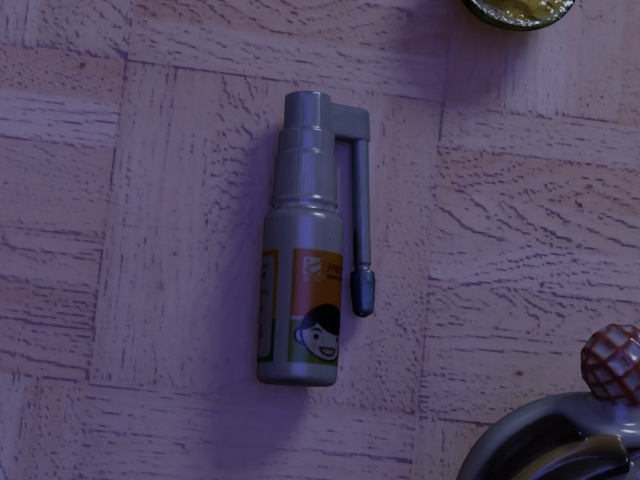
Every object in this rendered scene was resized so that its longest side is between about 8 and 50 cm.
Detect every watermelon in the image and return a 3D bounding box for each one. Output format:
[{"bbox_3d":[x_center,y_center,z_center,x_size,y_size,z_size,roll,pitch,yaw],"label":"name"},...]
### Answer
[{"bbox_3d":[0.150,-0.209,1.095,0.105,0.062,0.105,3,77,-14],"label":"watermelon"}]

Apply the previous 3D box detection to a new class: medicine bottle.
[{"bbox_3d":[0.000,0.000,1.050,0.092,0.061,0.221,8,79,-31],"label":"medicine bottle"}]

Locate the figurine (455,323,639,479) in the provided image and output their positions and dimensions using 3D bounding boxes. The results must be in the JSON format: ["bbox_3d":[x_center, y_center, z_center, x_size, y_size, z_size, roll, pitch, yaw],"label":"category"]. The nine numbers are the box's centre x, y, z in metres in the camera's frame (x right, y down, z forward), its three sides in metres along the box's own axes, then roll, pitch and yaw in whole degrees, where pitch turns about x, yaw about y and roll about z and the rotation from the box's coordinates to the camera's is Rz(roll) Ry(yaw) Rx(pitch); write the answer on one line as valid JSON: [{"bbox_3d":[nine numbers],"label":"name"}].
[{"bbox_3d":[0.240,0.170,1.004,0.370,0.167,0.281,-25,114,-19],"label":"figurine"}]
